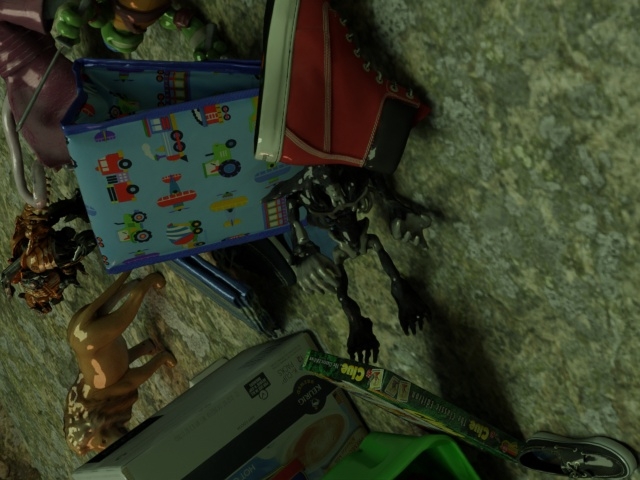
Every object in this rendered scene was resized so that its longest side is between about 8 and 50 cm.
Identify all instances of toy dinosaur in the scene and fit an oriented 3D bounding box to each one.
[{"bbox_3d":[-0.472,0.010,1.617,0.164,0.218,0.322,53,147,7],"label":"toy dinosaur"}]

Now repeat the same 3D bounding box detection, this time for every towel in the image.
[{"bbox_3d":[-0.161,0.052,1.281,0.209,0.034,0.285,33,170,14],"label":"towel"},{"bbox_3d":[0.000,0.000,1.167,0.119,0.029,0.067,-15,107,57],"label":"towel"}]

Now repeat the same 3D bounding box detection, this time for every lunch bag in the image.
[{"bbox_3d":[-0.120,-0.094,1.040,0.138,0.293,0.221,-96,2,-45],"label":"lunch bag"}]

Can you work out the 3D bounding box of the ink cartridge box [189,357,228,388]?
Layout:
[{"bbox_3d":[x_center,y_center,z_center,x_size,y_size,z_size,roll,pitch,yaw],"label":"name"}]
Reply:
[{"bbox_3d":[-0.156,0.322,1.599,0.140,0.082,0.190,36,143,29],"label":"ink cartridge box"}]

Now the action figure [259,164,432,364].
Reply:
[{"bbox_3d":[0.042,0.000,1.000,0.275,0.164,0.141,66,176,-27],"label":"action figure"}]

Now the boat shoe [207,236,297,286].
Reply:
[{"bbox_3d":[-0.129,0.001,1.274,0.254,0.079,0.095,37,155,31],"label":"boat shoe"}]

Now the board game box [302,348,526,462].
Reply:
[{"bbox_3d":[0.112,0.194,1.053,0.260,0.030,0.136,32,161,-35],"label":"board game box"}]

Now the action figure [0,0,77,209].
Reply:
[{"bbox_3d":[-0.438,-0.268,1.312,0.248,0.276,0.370,9,138,56],"label":"action figure"}]

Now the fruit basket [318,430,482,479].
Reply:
[{"bbox_3d":[0.145,0.445,1.070,0.392,0.283,0.392,46,166,15],"label":"fruit basket"}]

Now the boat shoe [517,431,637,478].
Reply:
[{"bbox_3d":[0.280,0.244,0.998,0.142,0.040,0.049,-7,112,55],"label":"boat shoe"}]

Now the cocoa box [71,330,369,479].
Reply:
[{"bbox_3d":[-0.134,0.330,1.329,0.228,0.347,0.231,59,147,-4],"label":"cocoa box"}]

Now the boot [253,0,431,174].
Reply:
[{"bbox_3d":[0.029,-0.192,0.926,0.088,0.176,0.244,156,118,-79],"label":"boot"}]

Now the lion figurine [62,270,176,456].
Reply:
[{"bbox_3d":[-0.396,0.209,1.667,0.142,0.240,0.392,27,136,38],"label":"lion figurine"}]

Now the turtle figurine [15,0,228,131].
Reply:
[{"bbox_3d":[-0.197,-0.257,1.059,0.198,0.274,0.266,24,143,-12],"label":"turtle figurine"}]
